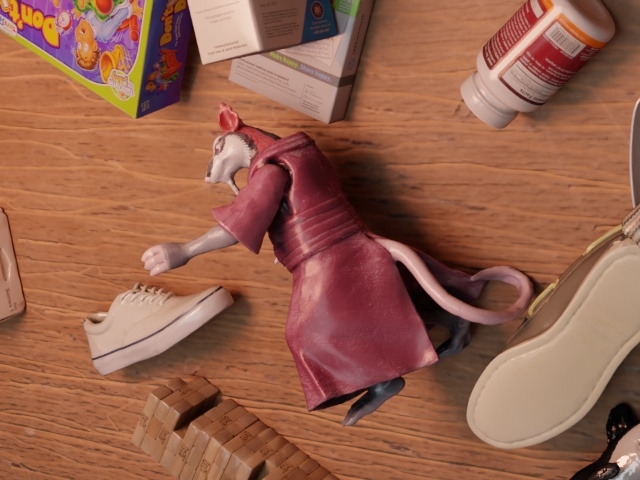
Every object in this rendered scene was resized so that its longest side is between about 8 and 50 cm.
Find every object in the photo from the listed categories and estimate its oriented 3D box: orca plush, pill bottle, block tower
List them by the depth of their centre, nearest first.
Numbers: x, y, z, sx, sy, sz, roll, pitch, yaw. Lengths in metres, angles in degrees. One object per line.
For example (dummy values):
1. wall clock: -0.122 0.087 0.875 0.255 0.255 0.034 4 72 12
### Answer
1. pill bottle: 0.212 -0.184 1.233 0.086 0.086 0.152 51 124 9
2. orca plush: 0.323 0.199 1.274 0.287 0.151 0.102 -64 38 32
3. block tower: -0.078 0.302 1.563 0.335 0.091 0.097 35 121 18

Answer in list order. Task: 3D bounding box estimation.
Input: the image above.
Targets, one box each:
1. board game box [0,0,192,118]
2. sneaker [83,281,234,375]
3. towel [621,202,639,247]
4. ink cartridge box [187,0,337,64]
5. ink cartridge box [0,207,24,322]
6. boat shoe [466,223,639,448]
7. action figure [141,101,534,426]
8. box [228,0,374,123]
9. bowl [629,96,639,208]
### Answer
1. board game box: -0.301 -0.332 1.485 0.347 0.078 0.233 33 129 24
2. sneaker: -0.221 0.099 1.589 0.258 0.094 0.091 -26 94 36
3. towel: 0.469 0.013 1.066 0.312 0.056 0.324 -42 75 22
4. ink cartridge box: -0.073 -0.298 1.295 0.086 0.148 0.203 -7 99 36
5. ink cartridge box: -0.546 0.041 1.779 0.219 0.092 0.160 -3 104 34
6. boat shoe: 0.262 0.101 1.287 0.109 0.091 0.305 35 123 -1
7. action figure: 0.000 0.000 1.327 0.275 0.248 0.370 -32 89 34
8. box: -0.019 -0.243 1.391 0.145 0.038 0.186 27 116 23
9. bowl: 0.371 -0.080 1.184 0.142 0.053 0.142 6 108 31
